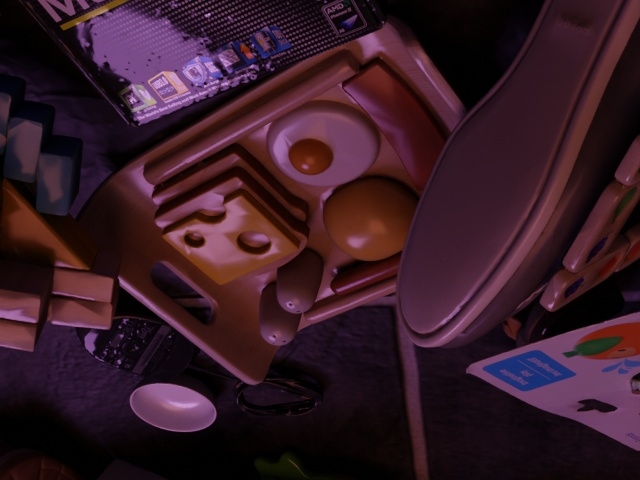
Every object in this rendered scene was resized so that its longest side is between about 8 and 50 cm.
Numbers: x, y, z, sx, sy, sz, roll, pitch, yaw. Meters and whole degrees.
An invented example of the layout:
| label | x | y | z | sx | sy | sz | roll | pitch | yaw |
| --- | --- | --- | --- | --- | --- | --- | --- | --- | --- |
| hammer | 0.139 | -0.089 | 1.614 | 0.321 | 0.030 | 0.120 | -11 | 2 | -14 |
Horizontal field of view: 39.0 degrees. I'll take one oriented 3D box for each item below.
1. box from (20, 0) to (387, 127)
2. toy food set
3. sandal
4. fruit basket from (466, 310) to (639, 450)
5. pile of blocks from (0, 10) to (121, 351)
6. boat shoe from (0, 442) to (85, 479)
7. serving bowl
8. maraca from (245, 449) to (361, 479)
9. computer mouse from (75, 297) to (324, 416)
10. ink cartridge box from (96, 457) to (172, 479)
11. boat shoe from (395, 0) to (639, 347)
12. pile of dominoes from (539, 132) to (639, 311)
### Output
| label | x | y | z | sx | sy | sz | roll | pitch | yaw |
| --- | --- | --- | --- | --- | --- | --- | --- | --- | --- |
| box | -0.084 | -0.168 | 0.510 | 0.191 | 0.045 | 0.184 | -17 | 134 | 23 |
| toy food set | 0.000 | 0.000 | 0.641 | 0.306 | 0.092 | 0.220 | -25 | 128 | 29 |
| sandal | 0.166 | 0.058 | 0.676 | 0.090 | 0.060 | 0.219 | -28 | 160 | -1 |
| fruit basket | 0.323 | 0.080 | 0.575 | 0.353 | 0.165 | 0.327 | -28 | 146 | 26 |
| pile of blocks | -0.243 | -0.069 | 0.536 | 0.149 | 0.112 | 0.362 | -39 | 111 | 12 |
| boat shoe | -0.300 | 0.328 | 1.036 | 0.123 | 0.123 | 0.342 | 15 | 150 | 32 |
| serving bowl | -0.139 | 0.150 | 0.868 | 0.083 | 0.027 | 0.083 | 5 | 137 | 4 |
| maraca | 0.003 | 0.292 | 0.953 | 0.186 | 0.099 | 0.127 | 31 | 116 | 5 |
| computer mouse | -0.104 | 0.105 | 0.816 | 0.242 | 0.041 | 0.071 | 26 | 118 | -25 |
| ink cartridge box | -0.109 | 0.384 | 0.947 | 0.308 | 0.129 | 0.223 | 12 | 135 | 30 |
| boat shoe | 0.148 | -0.074 | 0.473 | 0.096 | 0.112 | 0.335 | 12 | 116 | -25 |
| pile of dominoes | 0.237 | -0.062 | 0.459 | 0.251 | 0.040 | 0.196 | -24 | 147 | -33 |
